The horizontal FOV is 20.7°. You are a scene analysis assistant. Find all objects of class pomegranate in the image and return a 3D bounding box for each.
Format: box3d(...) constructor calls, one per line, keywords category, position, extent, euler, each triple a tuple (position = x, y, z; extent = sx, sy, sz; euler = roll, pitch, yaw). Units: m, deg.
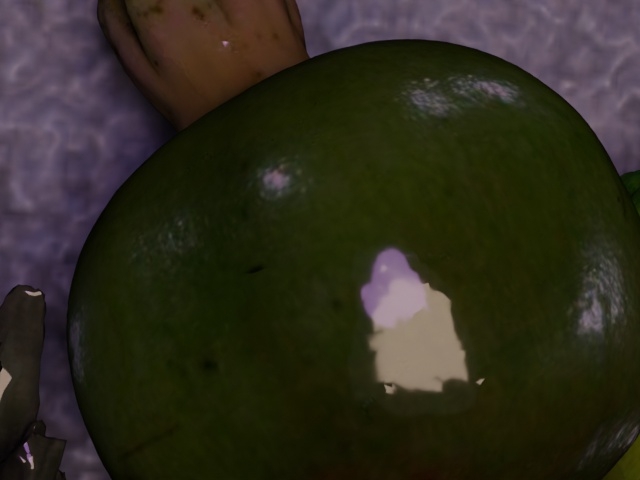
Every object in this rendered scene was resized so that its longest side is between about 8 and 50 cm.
box3d(category="pomegranate", position=(0.001, 0.000, 0.545), extent=(0.187, 0.187, 0.225), euler=(-24, 76, -19))

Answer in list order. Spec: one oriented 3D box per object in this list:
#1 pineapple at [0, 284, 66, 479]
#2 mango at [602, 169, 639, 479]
box3d(category="pineapple", position=(-0.101, 0.196, 0.504), extent=(0.165, 0.165, 0.364), euler=(-5, 94, -21))
box3d(category="mango", position=(0.139, 0.059, 0.630), extent=(0.119, 0.100, 0.178), euler=(-5, 86, -19))
